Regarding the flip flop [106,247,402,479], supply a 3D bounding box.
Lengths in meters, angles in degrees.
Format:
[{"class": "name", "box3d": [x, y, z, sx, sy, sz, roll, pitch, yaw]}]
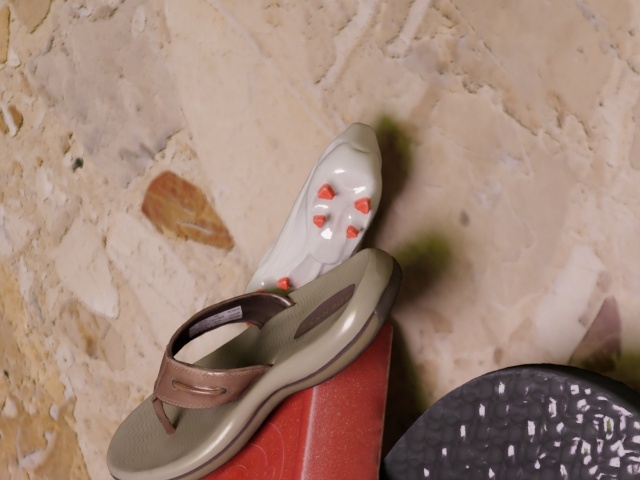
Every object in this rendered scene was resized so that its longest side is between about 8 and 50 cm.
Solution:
[{"class": "flip flop", "box3d": [-0.059, 0.080, 1.312, 0.080, 0.112, 0.277, 36, 128, -24]}]

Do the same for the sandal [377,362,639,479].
[{"class": "sandal", "box3d": [0.103, 0.205, 1.288, 0.446, 0.107, 0.167, -44, 71, 45]}]

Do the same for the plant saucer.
[{"class": "plant saucer", "box3d": [-0.061, 0.196, 1.321, 0.258, 0.048, 0.259, -37, 30, 34]}]

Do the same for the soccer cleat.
[{"class": "soccer cleat", "box3d": [0.000, 0.000, 1.352, 0.068, 0.076, 0.196, 23, 133, -6]}]
